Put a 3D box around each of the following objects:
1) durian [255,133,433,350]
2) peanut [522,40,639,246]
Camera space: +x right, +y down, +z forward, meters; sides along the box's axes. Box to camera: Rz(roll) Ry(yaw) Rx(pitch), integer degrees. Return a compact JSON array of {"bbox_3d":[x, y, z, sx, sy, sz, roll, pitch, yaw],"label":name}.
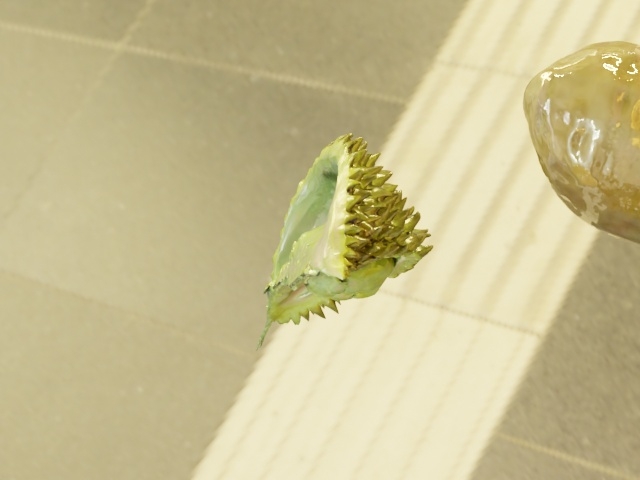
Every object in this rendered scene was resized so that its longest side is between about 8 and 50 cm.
[{"bbox_3d":[0.006,-0.004,1.713,0.169,0.355,0.157,-34,86,-19],"label":"durian"},{"bbox_3d":[0.229,-0.048,1.015,0.224,0.129,0.129,16,59,-6],"label":"peanut"}]
